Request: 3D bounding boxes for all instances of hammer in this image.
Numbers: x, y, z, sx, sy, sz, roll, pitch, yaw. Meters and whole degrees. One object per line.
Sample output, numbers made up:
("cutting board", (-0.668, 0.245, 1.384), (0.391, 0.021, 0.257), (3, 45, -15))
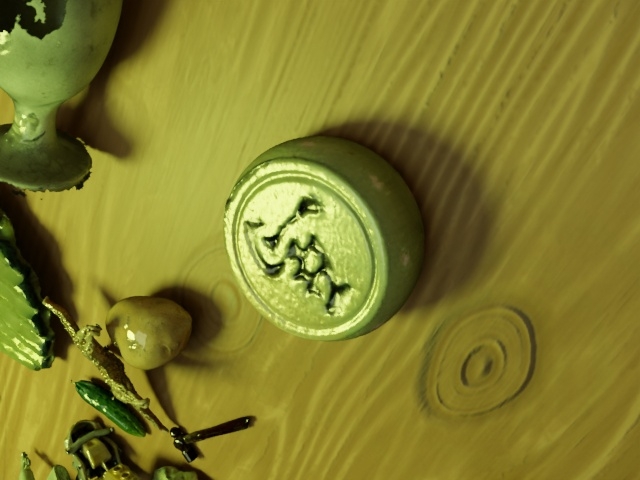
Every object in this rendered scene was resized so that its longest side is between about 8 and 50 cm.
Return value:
("hammer", (-0.170, 0.310, 1.116), (0.178, 0.021, 0.065), (-26, 96, 33))

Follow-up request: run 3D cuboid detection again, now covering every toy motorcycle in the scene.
("toy motorcycle", (-0.384, 0.393, 1.219), (0.229, 0.094, 0.129), (14, 118, 46))

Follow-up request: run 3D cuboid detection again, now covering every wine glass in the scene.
("wine glass", (-0.362, -0.244, 0.898), (0.190, 0.190, 0.357), (33, 128, 15))

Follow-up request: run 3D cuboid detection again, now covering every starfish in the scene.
("starfish", (-0.322, 0.203, 1.075), (0.295, 0.048, 0.231), (56, 158, -12))

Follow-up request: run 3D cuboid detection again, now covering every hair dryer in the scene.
("hair dryer", (-0.529, 0.460, 1.302), (0.237, 0.075, 0.206), (42, 113, 50))

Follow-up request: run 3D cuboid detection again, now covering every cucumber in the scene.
("cucumber", (-0.368, 0.285, 1.208), (0.168, 0.039, 0.039), (35, 123, 9))

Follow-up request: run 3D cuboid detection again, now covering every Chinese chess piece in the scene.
("Chinese chess piece", (0.000, 0.000, 0.837), (0.250, 0.101, 0.250), (12, 115, 27))

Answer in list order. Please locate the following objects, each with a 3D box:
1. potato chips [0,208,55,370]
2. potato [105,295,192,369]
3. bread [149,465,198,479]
("potato chips", (-0.609, 0.043, 1.232), (0.429, 0.070, 0.358), (38, 128, 15))
("potato", (-0.257, 0.136, 1.041), (0.147, 0.112, 0.112), (-1, 110, 41))
("bread", (-0.267, 0.485, 1.202), (0.128, 0.088, 0.232), (52, 125, 31))
